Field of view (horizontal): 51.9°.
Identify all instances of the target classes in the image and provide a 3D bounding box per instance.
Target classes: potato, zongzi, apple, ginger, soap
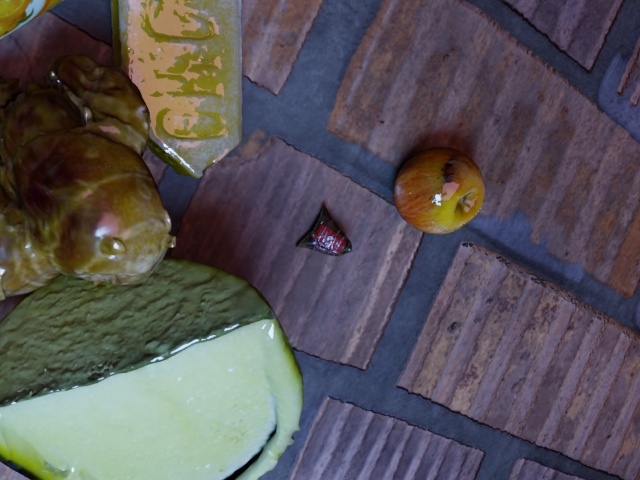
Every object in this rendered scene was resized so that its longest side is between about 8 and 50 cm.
[{"bbox_3d":[-0.195,0.178,0.790,0.330,0.212,0.280,-19,124,-8],"label":"potato"},{"bbox_3d":[0.000,0.000,1.010,0.073,0.067,0.083,-36,94,-4],"label":"zongzi"},{"bbox_3d":[0.189,-0.078,1.035,0.147,0.146,0.146,-4,100,-25],"label":"apple"},{"bbox_3d":[-0.338,-0.073,0.728,0.358,0.152,0.274,-6,88,8],"label":"ginger"},{"bbox_3d":[-0.185,-0.212,0.860,0.160,0.080,0.257,-5,100,-25],"label":"soap"}]

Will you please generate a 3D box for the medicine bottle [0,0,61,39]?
[{"bbox_3d":[-0.401,-0.279,0.701,0.318,0.158,0.158,-40,113,-14],"label":"medicine bottle"}]
